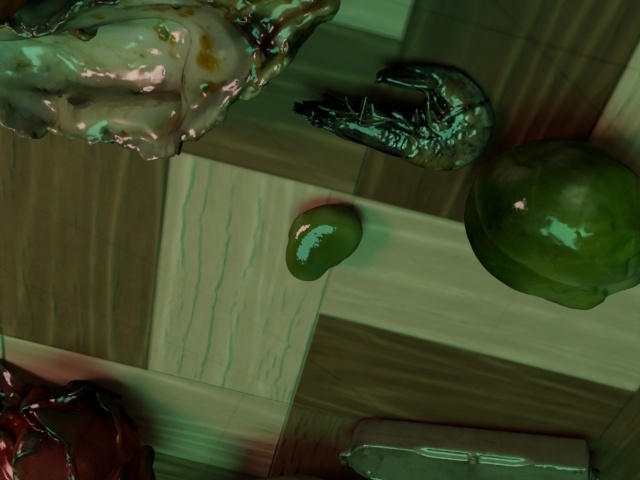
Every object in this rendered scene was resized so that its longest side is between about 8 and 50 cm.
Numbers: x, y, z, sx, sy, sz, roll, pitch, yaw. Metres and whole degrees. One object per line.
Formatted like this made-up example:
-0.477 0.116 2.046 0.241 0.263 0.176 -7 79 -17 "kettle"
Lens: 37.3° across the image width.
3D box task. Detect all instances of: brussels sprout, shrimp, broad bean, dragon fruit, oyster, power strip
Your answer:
0.191 -0.019 0.744 0.155 0.117 0.155 -1 154 0 "brussels sprout"
0.060 -0.105 0.751 0.161 0.034 0.091 11 124 -8 "shrimp"
0.000 0.000 0.855 0.063 0.045 0.083 30 125 -19 "broad bean"
-0.308 0.249 1.077 0.274 0.193 0.192 34 158 -19 "dragon fruit"
-0.136 -0.148 0.695 0.341 0.110 0.166 -19 122 31 "oyster"
0.163 0.246 1.056 0.286 0.048 0.080 4 132 9 "power strip"

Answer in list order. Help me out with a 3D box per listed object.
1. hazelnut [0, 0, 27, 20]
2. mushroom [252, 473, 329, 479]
-0.261 -0.218 0.600 0.182 0.182 0.182 6 135 6 "hazelnut"
-0.030 0.369 1.124 0.255 0.184 0.255 8 133 8 "mushroom"
